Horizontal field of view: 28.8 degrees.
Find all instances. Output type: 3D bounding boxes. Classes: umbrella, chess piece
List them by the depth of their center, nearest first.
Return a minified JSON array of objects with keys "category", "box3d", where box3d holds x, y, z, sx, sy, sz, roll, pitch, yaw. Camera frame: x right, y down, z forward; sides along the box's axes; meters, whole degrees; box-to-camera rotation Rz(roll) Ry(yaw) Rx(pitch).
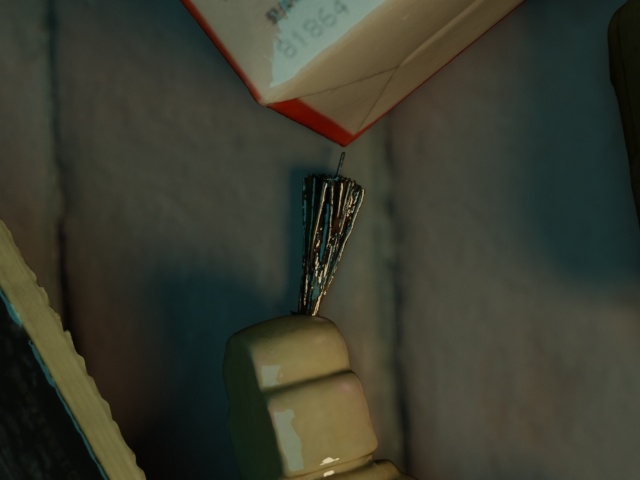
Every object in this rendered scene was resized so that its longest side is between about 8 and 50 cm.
[{"category":"chess piece","box3d":[0.028,0.224,0.505,0.117,0.117,0.397,-18,82,13]},{"category":"umbrella","box3d":[0.001,0.000,0.566,0.031,0.020,0.083,11,96,15]}]

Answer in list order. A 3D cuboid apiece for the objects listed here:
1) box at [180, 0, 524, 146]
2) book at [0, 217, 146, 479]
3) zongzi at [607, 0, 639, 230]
[{"category":"box","box3d":[0.036,-0.134,0.504,0.182,0.133,0.099,-39,80,12]},{"category":"book","box3d":[-0.226,0.161,0.566,0.374,0.028,0.262,-35,81,25]},{"category":"zongzi","box3d":[0.210,-0.049,0.501,0.178,0.081,0.189,-4,72,-7]}]
